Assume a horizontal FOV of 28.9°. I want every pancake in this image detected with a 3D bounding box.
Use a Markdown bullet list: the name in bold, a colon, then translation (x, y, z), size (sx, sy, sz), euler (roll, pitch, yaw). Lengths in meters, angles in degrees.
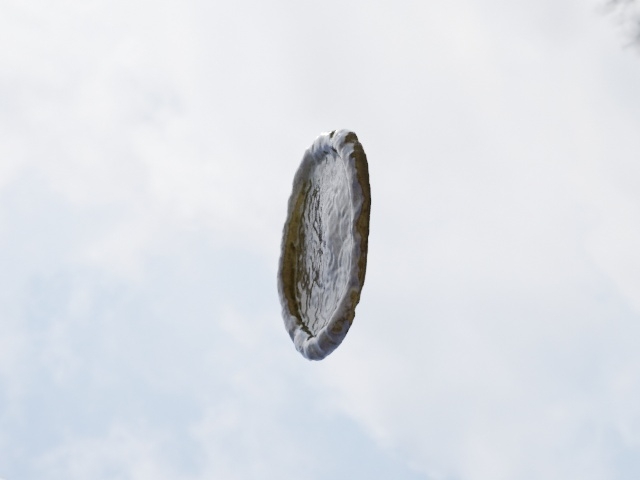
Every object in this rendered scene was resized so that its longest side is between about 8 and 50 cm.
- **pancake**: translation (0.001, 0.000, 1.014), size (0.021, 0.199, 0.199), euler (7, -122, -20)

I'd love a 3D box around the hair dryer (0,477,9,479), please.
- **hair dryer**: translation (-0.180, 0.315, 0.895), size (0.116, 0.244, 0.303), euler (-37, -59, -42)
